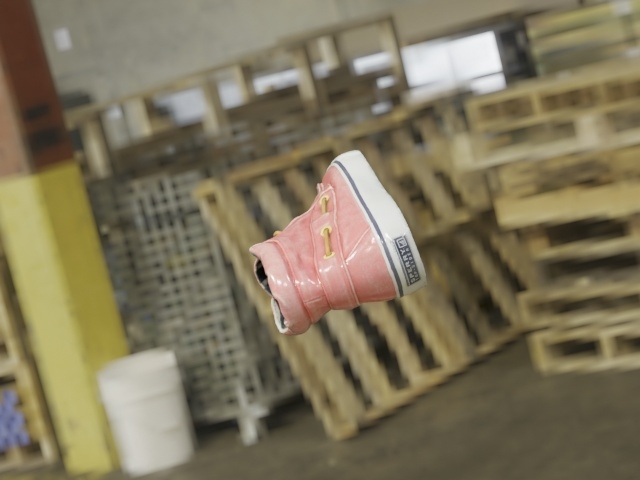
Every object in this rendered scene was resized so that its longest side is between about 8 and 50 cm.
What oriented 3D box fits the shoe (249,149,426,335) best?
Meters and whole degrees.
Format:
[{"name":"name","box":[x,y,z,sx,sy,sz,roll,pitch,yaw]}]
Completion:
[{"name":"shoe","box":[0.000,0.000,1.072,0.081,0.063,0.178,-21,16,-3]}]
